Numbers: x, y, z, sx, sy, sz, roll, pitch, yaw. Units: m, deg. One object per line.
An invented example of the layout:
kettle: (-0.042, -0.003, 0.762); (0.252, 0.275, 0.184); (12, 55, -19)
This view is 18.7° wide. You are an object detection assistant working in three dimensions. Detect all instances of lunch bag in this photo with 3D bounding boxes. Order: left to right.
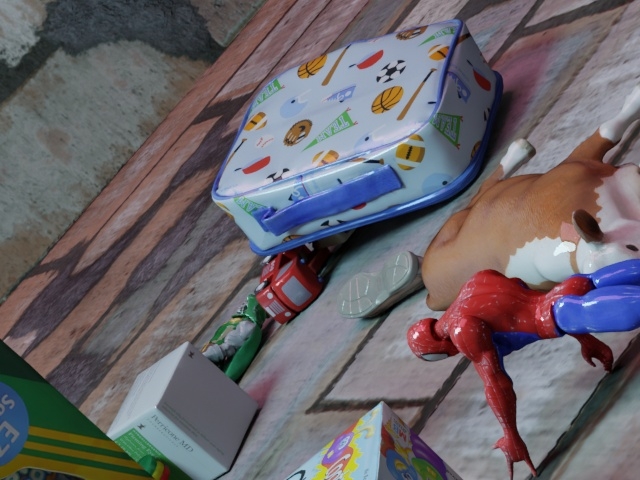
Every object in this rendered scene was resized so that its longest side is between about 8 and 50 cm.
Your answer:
lunch bag: (0.034, -0.101, 2.037); (0.303, 0.115, 0.243); (-19, 33, 30)

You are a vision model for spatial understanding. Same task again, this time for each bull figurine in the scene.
bull figurine: (0.190, -0.018, 1.519); (0.188, 0.101, 0.310); (-49, 16, -27)

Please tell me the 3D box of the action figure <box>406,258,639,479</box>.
action figure: (0.196, 0.071, 1.313); (0.280, 0.139, 0.091); (-11, 28, 28)

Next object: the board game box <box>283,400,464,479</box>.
board game box: (-0.016, 0.259, 1.245); (0.275, 0.144, 0.142); (-40, 15, 19)

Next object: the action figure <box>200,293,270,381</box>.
action figure: (-0.129, 0.145, 2.056); (0.232, 0.063, 0.137); (-49, 11, -27)

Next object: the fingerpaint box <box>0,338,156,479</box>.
fingerpaint box: (-0.305, 0.319, 1.434); (0.445, 0.371, 0.163); (-50, 18, -18)

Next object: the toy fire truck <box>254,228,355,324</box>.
toy fire truck: (0.000, 0.000, 2.102); (0.135, 0.047, 0.192); (-38, 17, 22)

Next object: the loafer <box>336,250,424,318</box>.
loafer: (0.063, 0.047, 1.835); (0.125, 0.039, 0.045); (-33, 52, 50)

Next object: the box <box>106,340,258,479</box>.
box: (-0.134, 0.176, 1.888); (0.087, 0.101, 0.102); (-35, 20, 37)

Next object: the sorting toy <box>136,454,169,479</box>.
sorting toy: (-0.189, 0.315, 1.758); (0.132, 0.046, 0.274); (-21, 34, 59)
